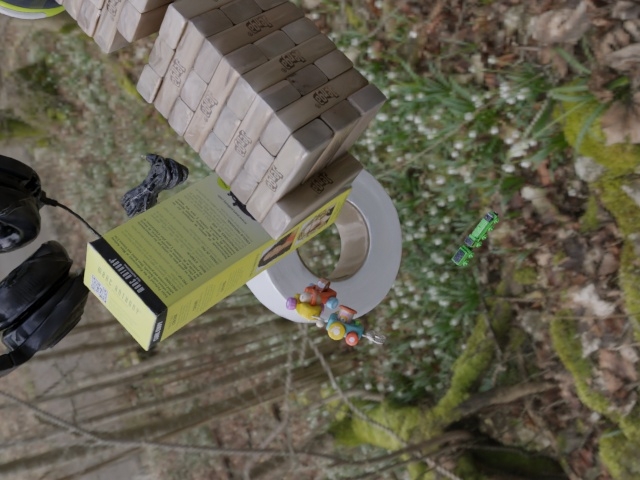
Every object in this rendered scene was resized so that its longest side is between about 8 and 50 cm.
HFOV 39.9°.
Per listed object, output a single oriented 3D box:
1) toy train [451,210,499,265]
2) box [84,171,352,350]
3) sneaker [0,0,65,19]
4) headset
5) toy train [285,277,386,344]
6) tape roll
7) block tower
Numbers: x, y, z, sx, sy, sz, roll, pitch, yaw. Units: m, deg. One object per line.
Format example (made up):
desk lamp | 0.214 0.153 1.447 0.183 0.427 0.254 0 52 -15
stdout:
toy train | 0.193 -0.003 1.100 0.017 0.023 0.083 45 112 32
box | -0.082 -0.008 0.754 0.087 0.232 0.058 43 143 14
sneaker | -0.483 -0.414 1.281 0.121 0.300 0.111 -45 57 35
headset | -0.325 0.001 0.951 0.185 0.394 0.243 -30 87 42
toy train | 0.023 0.098 1.320 0.166 0.125 0.046 32 111 38
tape roll | 0.000 0.000 1.525 0.100 0.286 0.286 -13 90 61
block tower | -0.099 -0.163 0.624 0.335 0.091 0.097 48 141 7
